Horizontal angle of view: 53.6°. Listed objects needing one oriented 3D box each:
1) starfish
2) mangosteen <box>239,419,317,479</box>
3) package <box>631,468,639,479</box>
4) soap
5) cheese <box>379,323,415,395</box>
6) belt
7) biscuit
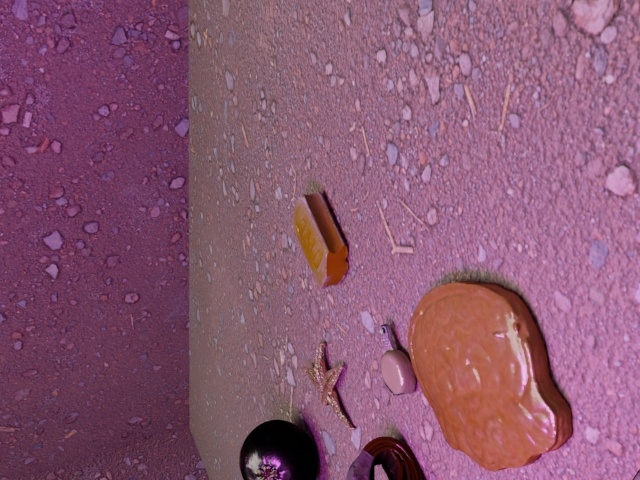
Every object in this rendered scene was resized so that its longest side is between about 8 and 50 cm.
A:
[{"bbox_3d":[0.023,0.424,1.870,0.295,0.048,0.231,49,142,45],"label":"starfish"},{"bbox_3d":[-0.130,0.731,2.125,0.302,0.275,0.275,-6,-96,-79],"label":"mangosteen"},{"bbox_3d":[0.510,0.446,0.869,0.239,0.030,0.154,52,143,44],"label":"package"},{"bbox_3d":[0.000,0.000,1.715,0.140,0.073,0.232,113,138,-57],"label":"soap"},{"bbox_3d":[0.172,0.286,1.498,0.171,0.047,0.092,65,149,27],"label":"cheese"},{"bbox_3d":[0.147,0.596,1.486,0.105,0.184,0.261,110,177,-46],"label":"belt"},{"bbox_3d":[0.293,0.258,1.217,0.385,0.062,0.365,-48,58,60],"label":"biscuit"}]
